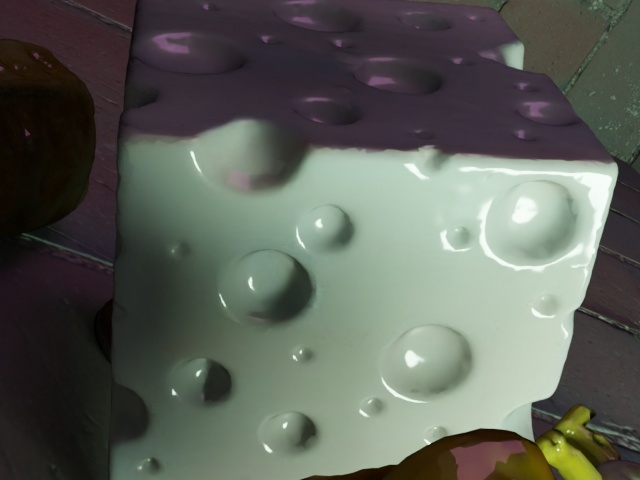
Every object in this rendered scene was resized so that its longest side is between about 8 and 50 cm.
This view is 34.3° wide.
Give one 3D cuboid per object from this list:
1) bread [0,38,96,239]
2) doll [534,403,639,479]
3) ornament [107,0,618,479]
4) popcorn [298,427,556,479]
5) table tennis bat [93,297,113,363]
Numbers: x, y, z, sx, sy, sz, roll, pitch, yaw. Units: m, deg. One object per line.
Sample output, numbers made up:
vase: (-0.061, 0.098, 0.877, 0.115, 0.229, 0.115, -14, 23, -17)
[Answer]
bread: (-0.250, -0.068, 0.710, 0.268, 0.130, 0.152, -24, 95, -68)
doll: (0.307, 0.277, 0.786, 0.365, 0.094, 0.160, 40, 23, 21)
ornament: (0.000, 0.000, 0.626, 0.240, 0.239, 0.239, 3, 30, -9)
popcorn: (0.046, 0.208, 0.312, 0.225, 0.265, 0.332, 1, 50, -18)
table tennis bat: (-0.075, 0.075, 0.798, 0.138, 0.022, 0.246, 39, 22, 16)
